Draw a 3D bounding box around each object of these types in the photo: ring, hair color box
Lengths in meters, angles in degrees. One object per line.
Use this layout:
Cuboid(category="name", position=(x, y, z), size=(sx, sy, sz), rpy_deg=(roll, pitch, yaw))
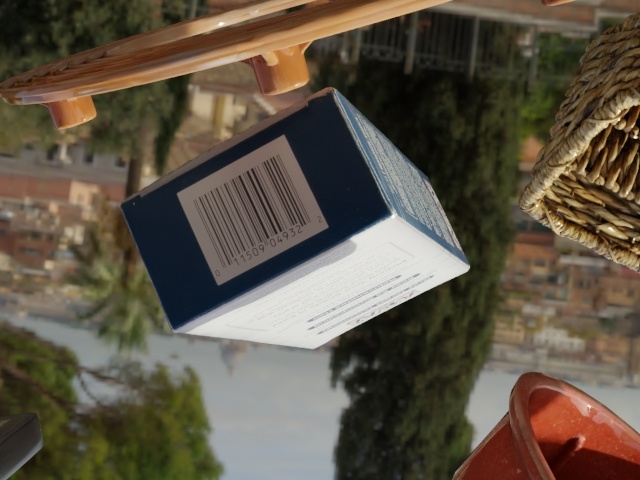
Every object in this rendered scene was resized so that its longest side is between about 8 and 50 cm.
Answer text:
Cuboid(category="ring", position=(0.000, -0.115, 0.590), size=(0.337, 0.032, 0.336), rpy_deg=(-15, -165, 4))
Cuboid(category="hair color box", position=(0.000, 0.000, 0.903), size=(0.174, 0.105, 0.347), rpy_deg=(-27, 166, 10))

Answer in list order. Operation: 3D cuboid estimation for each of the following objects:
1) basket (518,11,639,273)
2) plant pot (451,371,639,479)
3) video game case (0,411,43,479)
Cuboid(category="basket", position=(0.404, -0.077, 1.186), size=(0.299, 0.223, 0.213), rpy_deg=(28, 168, -10))
Cuboid(category="plant pot", position=(0.114, 0.263, 0.637), size=(0.272, 0.265, 0.272), rpy_deg=(40, -163, -15))
Cuboid(category="video game case", position=(-0.295, 0.134, 0.542), size=(0.274, 0.026, 0.196), rpy_deg=(-8, -176, 4))
